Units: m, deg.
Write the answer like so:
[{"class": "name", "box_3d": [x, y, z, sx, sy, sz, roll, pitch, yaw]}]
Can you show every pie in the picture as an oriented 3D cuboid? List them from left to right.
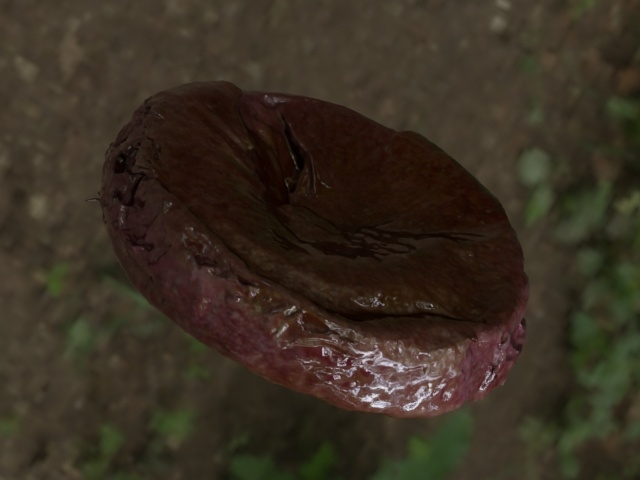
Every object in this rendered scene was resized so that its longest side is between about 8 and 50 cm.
[{"class": "pie", "box_3d": [0.000, 0.000, 0.764, 0.182, 0.182, 0.050, -37, 156, -56]}]
